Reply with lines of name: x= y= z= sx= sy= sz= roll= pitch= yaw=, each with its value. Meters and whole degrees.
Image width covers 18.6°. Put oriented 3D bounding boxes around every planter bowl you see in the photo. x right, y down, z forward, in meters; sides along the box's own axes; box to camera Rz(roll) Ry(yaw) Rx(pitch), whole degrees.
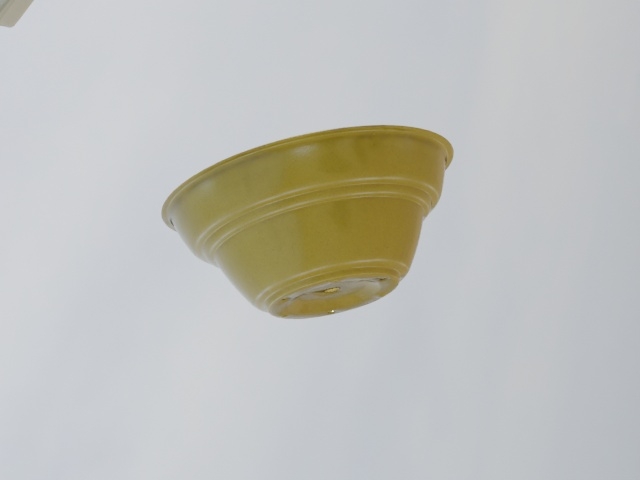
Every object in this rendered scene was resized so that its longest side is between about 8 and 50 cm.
planter bowl: x=0.000 y=0.000 z=1.409 sx=0.217 sy=0.217 sz=0.090 roll=60 pitch=-163 yaw=-72

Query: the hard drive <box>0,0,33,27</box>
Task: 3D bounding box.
hard drive: x=-0.178 y=-0.320 z=1.257 sx=0.307 sy=0.203 sz=0.040 roll=-49 pitch=-19 yaw=16
